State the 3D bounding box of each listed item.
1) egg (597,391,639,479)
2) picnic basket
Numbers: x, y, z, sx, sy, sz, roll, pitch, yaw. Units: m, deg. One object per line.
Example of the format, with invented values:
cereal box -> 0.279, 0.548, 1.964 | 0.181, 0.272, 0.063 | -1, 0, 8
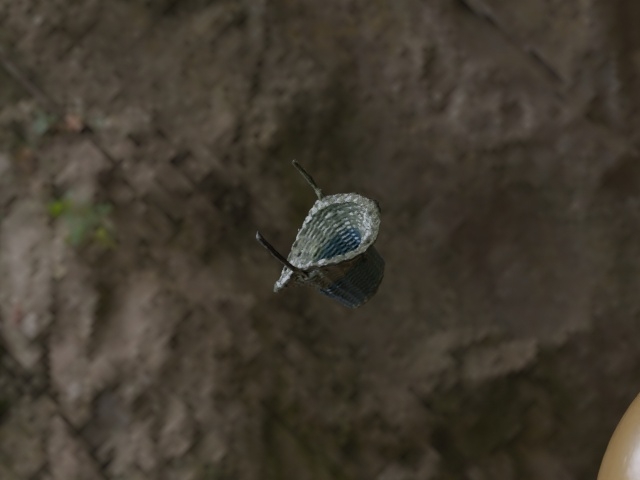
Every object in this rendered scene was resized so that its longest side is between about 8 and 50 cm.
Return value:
egg -> 0.219, 0.131, 0.878 | 0.201, 0.201, 0.244 | -44, 1, -18
picnic basket -> 0.000, 0.000, 1.109 | 0.083, 0.083, 0.065 | -26, 32, 46
